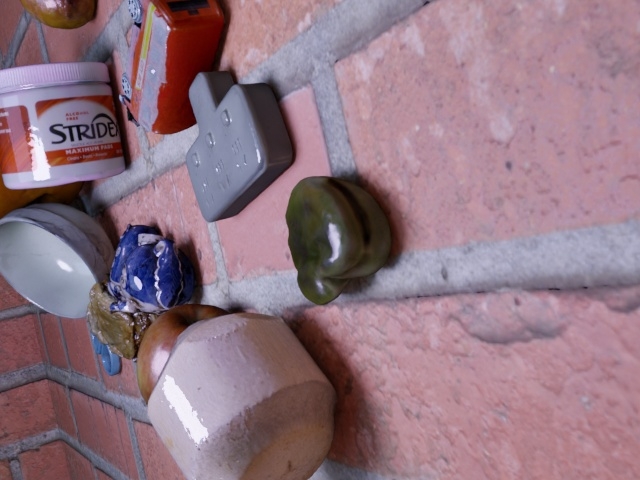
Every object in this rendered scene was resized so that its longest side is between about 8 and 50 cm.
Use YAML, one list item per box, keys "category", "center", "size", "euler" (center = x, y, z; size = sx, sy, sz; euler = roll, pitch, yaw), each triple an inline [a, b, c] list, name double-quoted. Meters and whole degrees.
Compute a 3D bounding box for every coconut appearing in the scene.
- category: "coconut"
  center: [-0.115, 0.218, 0.988]
  size: [0.266, 0.237, 0.237]
  euler: [51, 141, 38]

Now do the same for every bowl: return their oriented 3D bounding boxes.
- category: "bowl"
  center: [-0.625, 0.032, 1.736]
  size: [0.307, 0.163, 0.307]
  euler: [12, 129, 15]

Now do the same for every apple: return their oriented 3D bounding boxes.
- category: "apple"
  center: [-0.204, 0.199, 1.173]
  size: [0.188, 0.188, 0.174]
  euler: [34, 128, 49]

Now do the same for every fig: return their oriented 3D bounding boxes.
- category: "fig"
  center: [-0.563, -0.517, 1.561]
  size: [0.257, 0.159, 0.159]
  euler: [165, 92, -77]

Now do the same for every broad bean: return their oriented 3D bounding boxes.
- category: "broad bean"
  center: [0.003, 0.000, 0.864]
  size: [0.206, 0.072, 0.153]
  euler: [-19, 79, 60]

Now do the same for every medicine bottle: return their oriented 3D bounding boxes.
- category: "medicine bottle"
  center: [-0.558, -0.241, 1.521]
  size: [0.252, 0.252, 0.241]
  euler: [7, 108, 58]

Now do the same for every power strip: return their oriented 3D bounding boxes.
- category: "power strip"
  center: [-0.139, -0.151, 1.052]
  size: [0.265, 0.059, 0.194]
  euler: [-34, 72, 59]

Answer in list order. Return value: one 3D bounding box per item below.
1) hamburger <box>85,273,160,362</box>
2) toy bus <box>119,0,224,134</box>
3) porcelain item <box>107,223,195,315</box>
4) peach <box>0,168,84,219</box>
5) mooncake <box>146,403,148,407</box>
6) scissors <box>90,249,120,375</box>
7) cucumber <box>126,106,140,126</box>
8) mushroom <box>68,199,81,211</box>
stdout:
- category: "hamburger"
  center: [-0.426, 0.169, 1.617]
  size: [0.206, 0.130, 0.183]
  euler: [34, 133, 25]
- category: "toy bus"
  center: [-0.230, -0.274, 1.103]
  size: [0.120, 0.121, 0.265]
  euler: [55, 144, 21]
- category: "porcelain item"
  center: [-0.332, 0.056, 1.405]
  size: [0.288, 0.138, 0.186]
  euler: [-8, 77, 64]
- category: "peach"
  center: [-0.759, -0.211, 1.781]
  size: [0.302, 0.342, 0.343]
  euler: [60, 147, 11]
- category: "mooncake"
  center: [-0.334, 0.372, 1.569]
  size: [0.125, 0.073, 0.130]
  euler: [64, 149, 17]
- category: "scissors"
  center: [-0.566, 0.181, 1.921]
  size: [0.192, 0.029, 0.447]
  euler: [55, 141, 32]
- category: "cucumber"
  center: [-0.331, -0.307, 1.326]
  size: [0.044, 0.043, 0.257]
  euler: [66, 149, 27]
- category: "mushroom"
  center: [-0.687, -0.018, 1.987]
  size: [0.118, 0.103, 0.270]
  euler: [-19, 75, 54]
